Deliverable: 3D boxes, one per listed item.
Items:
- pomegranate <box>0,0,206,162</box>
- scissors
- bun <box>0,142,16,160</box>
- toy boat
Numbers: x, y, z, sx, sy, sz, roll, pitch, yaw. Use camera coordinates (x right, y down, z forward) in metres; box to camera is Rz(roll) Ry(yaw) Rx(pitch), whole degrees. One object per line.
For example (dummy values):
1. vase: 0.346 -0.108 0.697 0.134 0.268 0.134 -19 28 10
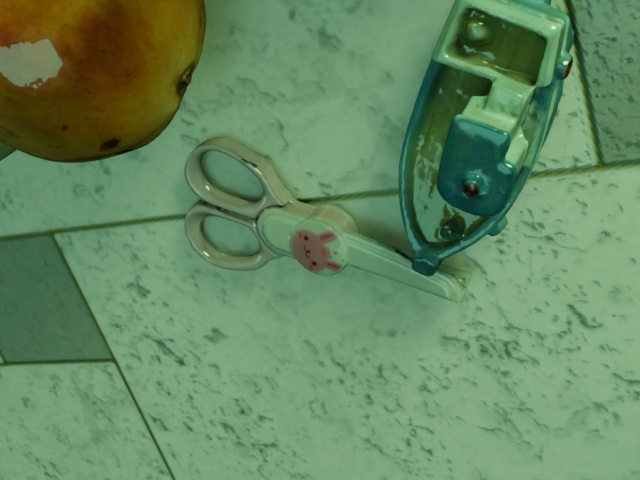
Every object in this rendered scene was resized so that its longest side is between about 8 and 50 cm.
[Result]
1. pomegranate: -0.170 -0.148 0.636 0.191 0.191 0.191 12 126 18
2. scissors: 0.000 0.000 0.744 0.242 0.030 0.118 19 129 15
3. bun: -0.321 -0.108 0.718 0.178 0.193 0.128 40 129 1
4. toy boat: 0.096 -0.064 0.614 0.088 0.102 0.215 24 129 12
